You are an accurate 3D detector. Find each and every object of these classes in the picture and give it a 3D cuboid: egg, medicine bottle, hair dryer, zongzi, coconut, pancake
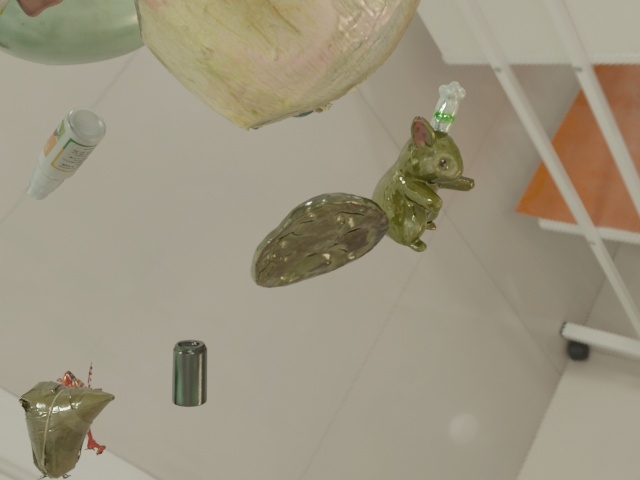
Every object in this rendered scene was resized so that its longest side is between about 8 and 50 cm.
[{"bbox_3d":[-0.472,-0.444,1.481,0.371,0.229,0.230,-2,36,-18],"label":"egg"},{"bbox_3d":[-0.401,-0.140,1.233,0.221,0.061,0.092,-35,36,44],"label":"medicine bottle"},{"bbox_3d":[-0.217,0.204,1.338,0.057,0.100,0.197,2,7,-6],"label":"hair dryer"},{"bbox_3d":[-0.391,0.325,1.280,0.178,0.188,0.081,-1,15,24],"label":"zongzi"},{"bbox_3d":[-0.037,-0.258,0.774,0.297,0.255,0.297,-43,20,20],"label":"coconut"},{"bbox_3d":[0.000,0.000,1.546,0.294,0.294,0.049,-33,61,11],"label":"pancake"}]

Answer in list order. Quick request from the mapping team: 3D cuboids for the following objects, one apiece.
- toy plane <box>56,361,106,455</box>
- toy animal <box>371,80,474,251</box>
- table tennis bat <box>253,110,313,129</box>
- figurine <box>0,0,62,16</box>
[{"bbox_3d":[-0.537,0.386,1.792,0.077,0.194,0.126,-13,27,16],"label":"toy plane"},{"bbox_3d":[0.241,-0.149,1.727,0.181,0.180,0.363,-39,-19,-53],"label":"toy animal"},{"bbox_3d":[-0.078,-0.313,1.732,0.201,0.124,0.033,-39,10,-10],"label":"table tennis bat"},{"bbox_3d":[-0.625,-0.350,1.270,0.421,0.154,0.193,-24,17,18],"label":"figurine"}]
